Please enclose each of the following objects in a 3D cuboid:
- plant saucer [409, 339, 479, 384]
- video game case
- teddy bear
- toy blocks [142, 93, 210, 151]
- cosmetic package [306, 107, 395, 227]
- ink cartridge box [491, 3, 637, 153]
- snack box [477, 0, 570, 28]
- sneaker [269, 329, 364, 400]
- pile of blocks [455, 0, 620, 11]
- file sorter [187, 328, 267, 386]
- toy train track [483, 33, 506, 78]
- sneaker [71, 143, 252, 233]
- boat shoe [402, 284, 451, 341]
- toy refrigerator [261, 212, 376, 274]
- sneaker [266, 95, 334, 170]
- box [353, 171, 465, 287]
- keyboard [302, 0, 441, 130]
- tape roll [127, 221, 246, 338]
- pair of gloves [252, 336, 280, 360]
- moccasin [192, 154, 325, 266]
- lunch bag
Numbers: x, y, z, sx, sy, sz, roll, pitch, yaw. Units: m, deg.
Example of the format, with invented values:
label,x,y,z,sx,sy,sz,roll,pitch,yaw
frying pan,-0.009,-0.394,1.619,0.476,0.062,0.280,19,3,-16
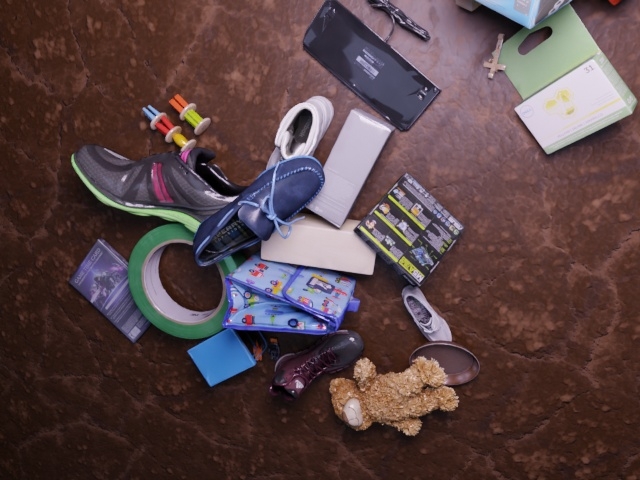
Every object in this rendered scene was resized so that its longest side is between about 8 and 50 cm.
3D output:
label,x,y,z,sx,sy,sz,roll,pitch,yaw
plant saucer,0.308,0.301,1.102,0.168,0.029,0.169,8,132,9
video game case,-0.600,0.153,1.310,0.274,0.026,0.196,45,112,-2
teddy bear,0.177,0.404,1.124,0.337,0.113,0.245,-6,123,16
toy blocks,-0.361,-0.303,1.089,0.148,0.054,0.123,42,113,-1
cosmetic package,0.067,-0.166,0.987,0.107,0.127,0.238,31,114,3
ink cartridge box,0.447,-0.303,0.840,0.235,0.056,0.171,50,149,-6
snack box,0.392,-0.486,0.717,0.321,0.060,0.187,-36,59,-7
sneaker,-0.016,0.343,1.148,0.281,0.162,0.107,-30,98,21
pile of blocks,0.414,-0.496,0.821,0.361,0.149,0.113,11,153,20
file sorter,-0.251,0.300,1.219,0.170,0.104,0.118,-31,93,23
toy train track,0.354,-0.373,0.892,0.048,0.014,0.083,30,126,39
sneaker,-0.351,-0.148,1.076,0.482,0.185,0.202,18,112,-3
boat shoe,0.263,0.194,1.084,0.066,0.063,0.184,-26,99,20
toy refrigerator,0.000,0.000,1.062,0.269,0.094,0.102,8,113,5
sneaker,-0.075,-0.184,0.995,0.108,0.169,0.293,27,114,3
box,0.201,-0.025,0.988,0.190,0.045,0.184,42,76,-2
keyboard,0.128,-0.408,0.946,0.317,0.033,0.201,40,118,-2
tape roll,-0.354,0.104,1.193,0.320,0.077,0.322,2,104,9
pair of gloves,-0.155,0.308,1.255,0.083,0.010,0.074,-2,104,13
moccasin,-0.128,-0.042,0.935,0.342,0.117,0.137,-36,120,20
lunch bag,-0.052,0.135,1.060,0.293,0.221,0.138,11,109,11
